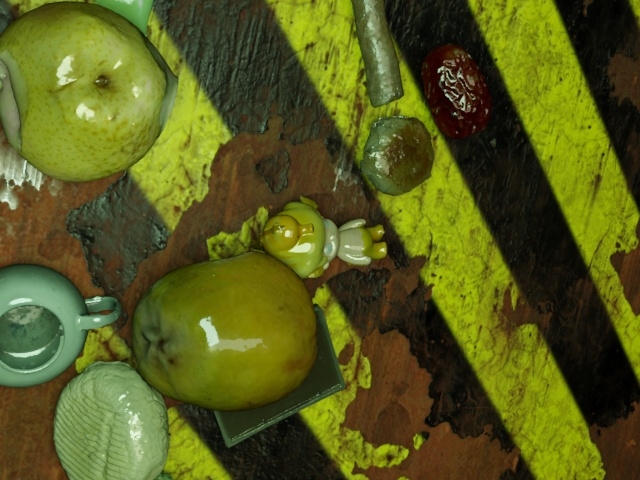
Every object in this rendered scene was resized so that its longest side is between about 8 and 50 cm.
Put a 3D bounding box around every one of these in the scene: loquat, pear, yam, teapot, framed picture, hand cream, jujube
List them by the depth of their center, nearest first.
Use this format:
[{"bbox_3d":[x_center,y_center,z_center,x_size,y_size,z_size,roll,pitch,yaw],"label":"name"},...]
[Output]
[{"bbox_3d":[-0.339,-0.210,1.089,0.271,0.271,0.271,-5,103,-24],"label":"pear"},{"bbox_3d":[-0.452,0.133,1.176,0.294,0.129,0.193,-12,107,-22],"label":"teapot"},{"bbox_3d":[-0.286,-0.410,1.184,0.095,0.046,0.175,18,100,-28],"label":"hand cream"},{"bbox_3d":[-0.149,0.152,1.234,0.284,0.276,0.276,-6,105,-45],"label":"loquat"},{"bbox_3d":[0.089,-0.386,1.348,0.066,0.066,0.300,-21,109,-19],"label":"yam"},{"bbox_3d":[0.251,-0.277,1.423,0.112,0.109,0.176,-43,117,-48],"label":"jujube"},{"bbox_3d":[-0.087,0.252,1.429,0.260,0.023,0.189,-25,110,-18],"label":"framed picture"}]

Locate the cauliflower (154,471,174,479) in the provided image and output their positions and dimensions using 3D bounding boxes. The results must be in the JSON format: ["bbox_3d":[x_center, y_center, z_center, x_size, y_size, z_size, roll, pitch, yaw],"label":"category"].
[{"bbox_3d":[-0.349,0.536,1.292,0.250,0.275,0.272,18,127,8],"label":"cauliflower"}]

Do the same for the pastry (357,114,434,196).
[{"bbox_3d":[0.143,-0.157,1.413,0.153,0.081,0.153,-3,98,-23],"label":"pastry"}]

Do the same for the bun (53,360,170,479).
[{"bbox_3d":[-0.331,0.301,1.248,0.134,0.220,0.220,0,103,-57],"label":"bun"}]

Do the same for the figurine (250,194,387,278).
[{"bbox_3d":[0.000,0.000,1.361,0.246,0.131,0.156,6,64,-24],"label":"figurine"}]
